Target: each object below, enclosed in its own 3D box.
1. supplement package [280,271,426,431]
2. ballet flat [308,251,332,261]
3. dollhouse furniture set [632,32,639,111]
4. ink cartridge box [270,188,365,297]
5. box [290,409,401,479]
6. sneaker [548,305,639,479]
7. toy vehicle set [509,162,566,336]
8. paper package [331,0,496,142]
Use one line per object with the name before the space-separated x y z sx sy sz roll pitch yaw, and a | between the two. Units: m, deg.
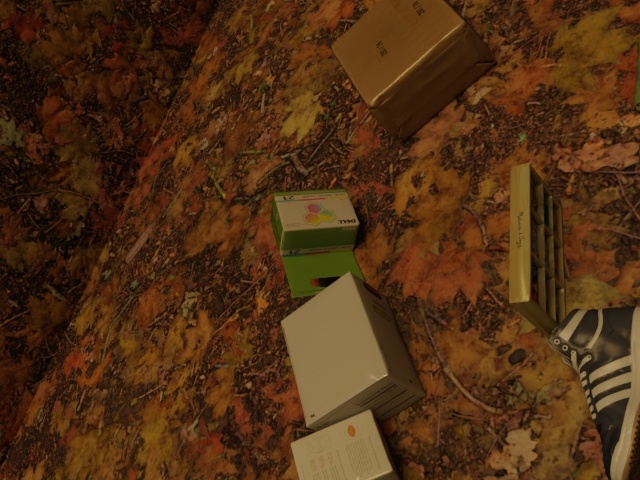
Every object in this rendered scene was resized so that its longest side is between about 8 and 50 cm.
supplement package | 0.060 0.239 1.263 0.204 0.145 0.262 -38 45 19
ballet flat | -0.027 -0.005 1.564 0.086 0.086 0.248 -43 44 14
dollhouse furniture set | 0.691 -0.370 1.062 0.301 0.151 0.198 -5 61 41
ink cartridge box | 0.000 0.000 1.436 0.097 0.188 0.255 100 159 -44
box | 0.048 0.424 1.154 0.170 0.091 0.130 -23 46 2
sneaker | 0.432 0.230 0.953 0.153 0.099 0.282 1 58 38
toy vehicle set | 0.386 0.018 1.084 0.035 0.166 0.267 -13 56 38
paper package | 0.224 -0.470 1.553 0.309 0.168 0.325 -39 43 16
